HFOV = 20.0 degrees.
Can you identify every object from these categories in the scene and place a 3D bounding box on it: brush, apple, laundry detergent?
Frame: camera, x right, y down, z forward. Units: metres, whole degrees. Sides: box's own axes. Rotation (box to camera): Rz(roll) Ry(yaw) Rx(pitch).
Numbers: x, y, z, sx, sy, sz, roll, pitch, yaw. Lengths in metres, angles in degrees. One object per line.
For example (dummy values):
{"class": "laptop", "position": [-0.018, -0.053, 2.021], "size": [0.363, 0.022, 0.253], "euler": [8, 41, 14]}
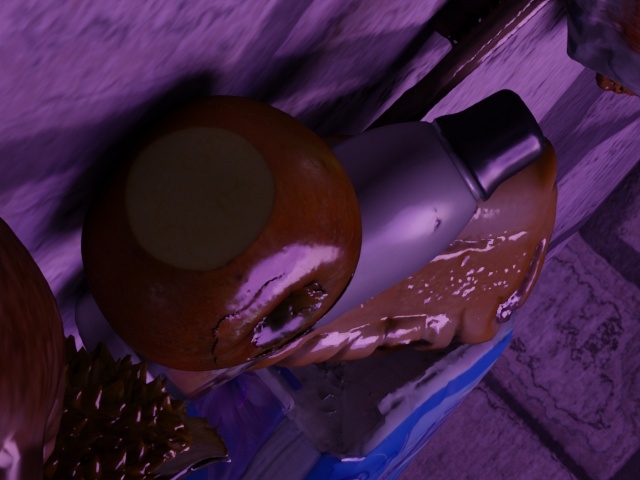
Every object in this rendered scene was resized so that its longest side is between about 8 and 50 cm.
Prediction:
{"class": "brush", "position": [0.060, -0.093, 0.995], "size": [0.248, 0.036, 0.043], "euler": [-43, 167, 14]}
{"class": "apple", "position": [-0.042, -0.003, 0.739], "size": [0.114, 0.102, 0.099], "euler": [-39, 157, -2]}
{"class": "laundry detergent", "position": [0.000, 0.000, 0.836], "size": [0.226, 0.070, 0.099], "euler": [-31, 160, 3]}

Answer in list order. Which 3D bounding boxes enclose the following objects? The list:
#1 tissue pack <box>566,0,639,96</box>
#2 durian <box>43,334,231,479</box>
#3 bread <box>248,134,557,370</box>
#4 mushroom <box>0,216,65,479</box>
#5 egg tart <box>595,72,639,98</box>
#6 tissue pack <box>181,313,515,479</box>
{"class": "tissue pack", "position": [0.248, -0.220, 0.888], "size": [0.311, 0.128, 0.228], "euler": [-54, 168, -8]}
{"class": "durian", "position": [-0.152, 0.128, 0.632], "size": [0.193, 0.138, 0.237], "euler": [-37, -162, 55]}
{"class": "bread", "position": [0.033, -0.001, 0.969], "size": [0.225, 0.081, 0.134], "euler": [-2, 128, -39]}
{"class": "mushroom", "position": [-0.153, 0.098, 0.424], "size": [0.267, 0.255, 0.267], "euler": [16, 90, -79]}
{"class": "egg tart", "position": [0.253, -0.190, 1.249], "size": [0.212, 0.090, 0.212], "euler": [-45, 173, -8]}
{"class": "tissue pack", "position": [-0.033, 0.119, 1.110], "size": [0.198, 0.146, 0.263], "euler": [-33, 165, -48]}
